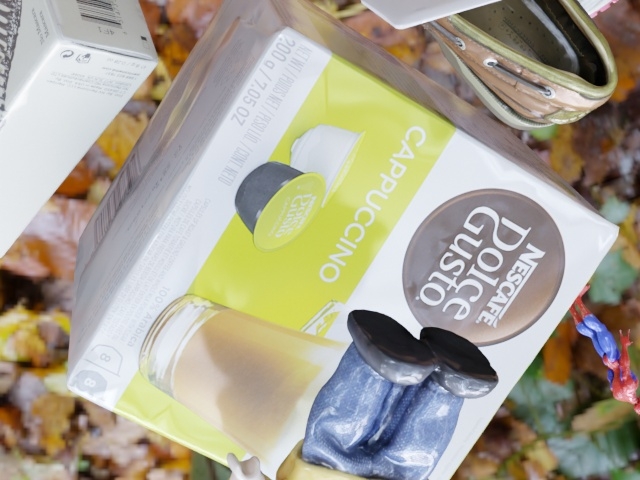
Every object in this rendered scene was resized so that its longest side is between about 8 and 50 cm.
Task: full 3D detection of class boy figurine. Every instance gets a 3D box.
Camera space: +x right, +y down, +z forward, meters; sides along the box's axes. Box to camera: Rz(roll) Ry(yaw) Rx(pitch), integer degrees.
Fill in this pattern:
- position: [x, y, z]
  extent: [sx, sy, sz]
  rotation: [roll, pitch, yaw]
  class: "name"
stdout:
- position: [0.010, 0.188, 0.889]
  extent: [0.177, 0.092, 0.285]
  rotation: [17, 106, -22]
  class: "boy figurine"

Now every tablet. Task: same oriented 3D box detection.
- position: [0.068, -0.132, 0.686]
  extent: [0.083, 0.054, 0.006]
  rotation: [-18, 121, -13]
  class: "tablet"

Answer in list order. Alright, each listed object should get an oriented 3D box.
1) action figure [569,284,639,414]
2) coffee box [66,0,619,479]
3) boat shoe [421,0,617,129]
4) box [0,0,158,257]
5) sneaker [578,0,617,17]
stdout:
- position: [0.243, 0.093, 1.082]
  extent: [0.030, 0.115, 0.038]
  rotation: [-18, 162, -18]
  class: "action figure"
- position: [0.000, 0.000, 1.173]
  extent: [0.334, 0.338, 0.337]
  rotation: [29, 102, -17]
  class: "coffee box"
- position: [0.090, -0.204, 0.907]
  extent: [0.307, 0.110, 0.104]
  rotation: [38, 169, -11]
  class: "boat shoe"
- position: [-0.250, -0.106, 1.051]
  extent: [0.094, 0.113, 0.275]
  rotation: [7, 140, -42]
  class: "box"
- position: [0.319, -0.329, 1.480]
  extent: [0.299, 0.121, 0.112]
  rotation: [-29, 101, 26]
  class: "sneaker"
